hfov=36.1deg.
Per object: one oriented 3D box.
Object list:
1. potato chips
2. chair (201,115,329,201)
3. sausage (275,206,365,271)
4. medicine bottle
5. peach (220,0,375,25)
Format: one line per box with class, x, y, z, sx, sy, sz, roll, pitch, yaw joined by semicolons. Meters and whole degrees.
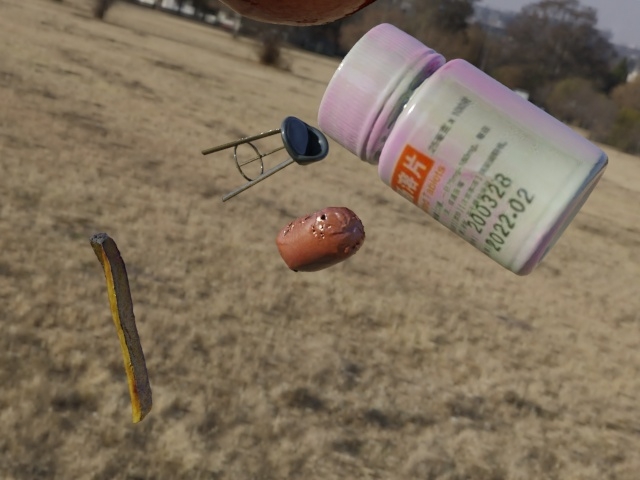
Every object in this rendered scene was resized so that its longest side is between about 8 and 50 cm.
potato chips;-0.205;0.087;1.023;0.026;0.204;0.037;-10;-8;-41
chair;-0.100;-0.157;1.758;0.222;0.104;0.095;-16;-49;29
sausage;0.000;0.000;1.215;0.076;0.076;0.141;8;-19;-34
medicine bottle;0.203;-0.139;1.445;0.388;0.219;0.219;36;16;12
peach;0.003;-0.279;0.733;0.257;0.232;0.232;7;13;-28
